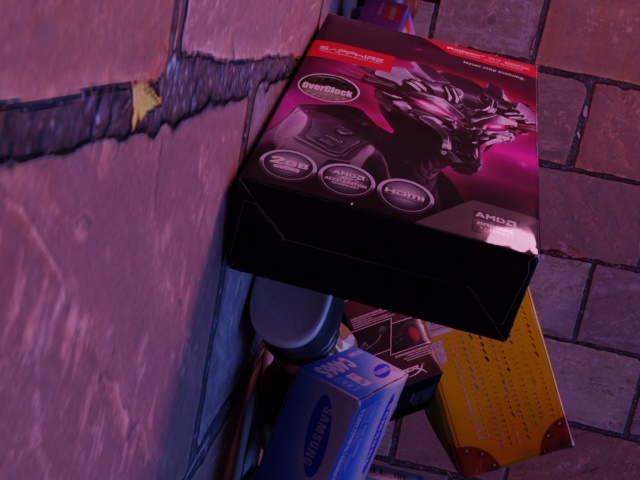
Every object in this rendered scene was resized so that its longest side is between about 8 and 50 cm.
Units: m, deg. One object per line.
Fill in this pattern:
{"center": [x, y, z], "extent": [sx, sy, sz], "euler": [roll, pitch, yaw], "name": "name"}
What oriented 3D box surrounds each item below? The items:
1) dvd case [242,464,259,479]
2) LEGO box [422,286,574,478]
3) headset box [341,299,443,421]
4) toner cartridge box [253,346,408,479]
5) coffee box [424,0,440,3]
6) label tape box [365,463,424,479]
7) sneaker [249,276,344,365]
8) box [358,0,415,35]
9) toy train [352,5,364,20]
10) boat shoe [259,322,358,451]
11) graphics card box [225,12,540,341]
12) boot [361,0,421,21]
{"center": [-0.109, 0.413, 1.133], "extent": [0.179, 0.029, 0.239], "euler": [38, 65, -85], "name": "dvd case"}
{"center": [0.232, 0.102, 1.587], "extent": [0.372, 0.193, 0.500], "euler": [-111, -176, -85], "name": "LEGO box"}
{"center": [0.077, 0.121, 1.439], "extent": [0.218, 0.110, 0.293], "euler": [89, -19, -65], "name": "headset box"}
{"center": [-0.024, 0.293, 0.979], "extent": [0.165, 0.075, 0.348], "euler": [-5, 118, -68], "name": "toner cartridge box"}
{"center": [0.120, -0.436, 1.120], "extent": [0.297, 0.118, 0.168], "euler": [-72, 173, -50], "name": "coffee box"}
{"center": [0.012, 0.533, 1.497], "extent": [0.115, 0.249, 0.348], "euler": [-43, 146, -83], "name": "label tape box"}
{"center": [-0.001, 0.000, 0.976], "extent": [0.147, 0.104, 0.296], "euler": [96, 14, -63], "name": "sneaker"}
{"center": [0.072, -0.163, 1.207], "extent": [0.293, 0.057, 0.201], "euler": [45, 65, -74], "name": "box"}
{"center": [0.044, -0.267, 1.214], "extent": [0.158, 0.027, 0.036], "euler": [-72, 162, -45], "name": "toy train"}
{"center": [-0.033, 0.235, 1.150], "extent": [0.123, 0.123, 0.342], "euler": [-51, 160, -40], "name": "boat shoe"}
{"center": [0.074, -0.080, 0.827], "extent": [0.371, 0.232, 0.094], "euler": [-69, 174, -54], "name": "graphics card box"}
{"center": [0.122, -0.311, 1.425], "extent": [0.264, 0.096, 0.280], "euler": [-69, 164, -54], "name": "boot"}
